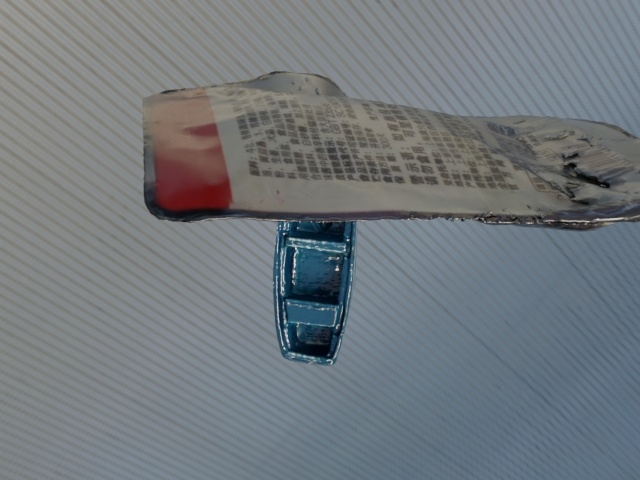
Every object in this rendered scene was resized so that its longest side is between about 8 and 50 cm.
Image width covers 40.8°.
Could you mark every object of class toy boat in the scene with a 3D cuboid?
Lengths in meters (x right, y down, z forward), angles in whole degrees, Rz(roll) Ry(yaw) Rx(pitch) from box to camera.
[{"bbox_3d":[0.000,0.000,1.028,0.096,0.062,0.299,8,104,13],"label":"toy boat"}]

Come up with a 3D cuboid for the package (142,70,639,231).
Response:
[{"bbox_3d":[0.040,-0.045,0.392,0.239,0.154,0.030,2,114,-14],"label":"package"}]
